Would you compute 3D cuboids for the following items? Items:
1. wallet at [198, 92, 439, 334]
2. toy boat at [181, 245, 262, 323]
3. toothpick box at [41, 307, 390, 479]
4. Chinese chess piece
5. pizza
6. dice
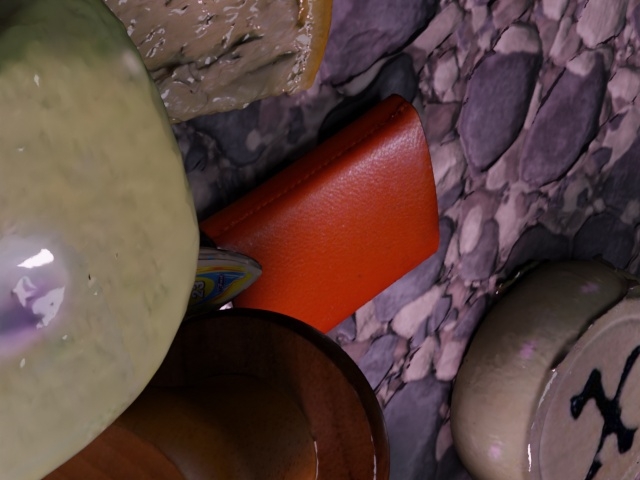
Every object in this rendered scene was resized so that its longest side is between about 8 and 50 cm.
[{"bbox_3d":[0.000,0.000,1.406,0.204,0.045,0.142,-35,129,-30],"label":"wallet"},{"bbox_3d":[-0.127,0.035,1.262,0.210,0.066,0.084,-12,118,-32],"label":"toy boat"},{"bbox_3d":[-0.073,0.146,1.178,0.294,0.192,0.192,-17,126,-72],"label":"toothpick box"},{"bbox_3d":[0.212,0.128,1.659,0.238,0.092,0.237,-22,124,-37],"label":"Chinese chess piece"},{"bbox_3d":[-0.090,-0.142,1.247,0.262,0.034,0.181,-29,130,-33],"label":"pizza"},{"bbox_3d":[-0.231,-0.015,0.998,0.252,0.250,0.254,-37,133,-27],"label":"dice"}]
